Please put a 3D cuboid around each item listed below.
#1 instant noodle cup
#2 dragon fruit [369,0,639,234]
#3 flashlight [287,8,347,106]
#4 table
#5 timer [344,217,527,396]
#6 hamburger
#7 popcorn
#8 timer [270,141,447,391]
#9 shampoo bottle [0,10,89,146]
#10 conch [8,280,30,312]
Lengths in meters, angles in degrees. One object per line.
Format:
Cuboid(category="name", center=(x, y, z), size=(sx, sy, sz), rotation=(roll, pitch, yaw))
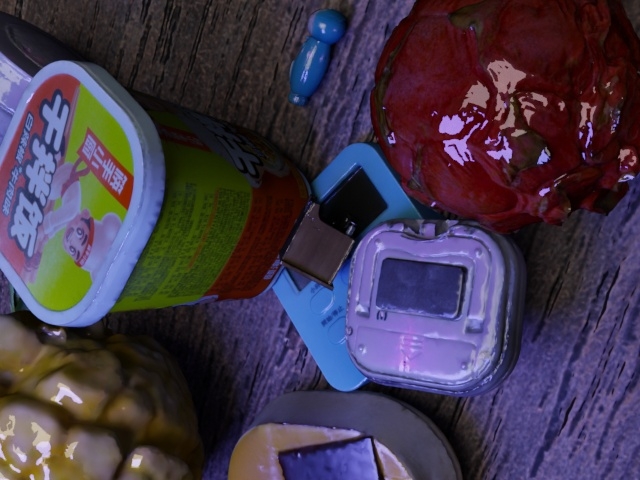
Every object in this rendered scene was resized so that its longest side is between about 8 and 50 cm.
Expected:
Cuboid(category="instant noodle cup", center=(-0.190, -0.046, 1.118), size=(0.293, 0.307, 0.294), rotation=(-3, 86, 39))
Cuboid(category="dragon fruit", center=(0.190, -0.143, 0.942), size=(0.342, 0.277, 0.278), rotation=(19, 104, 42))
Cuboid(category="flashlight", center=(-0.007, -0.231, 1.172), size=(0.051, 0.051, 0.129), rotation=(29, 111, 21))
Cuboid(category="table", center=(0.000, 0.000, 1.097), size=(0.070, 0.083, 0.082), rotation=(27, 98, -7))
Cuboid(category="timer", center=(0.120, 0.071, 1.025), size=(0.208, 0.069, 0.191), rotation=(2, 83, 36))
Cuboid(category="hamburger", center=(0.028, 0.297, 1.154), size=(0.295, 0.151, 0.227), rotation=(1, 97, 33))
Cuboid(category="popcorn", center=(-0.322, 0.271, 1.183), size=(0.344, 0.390, 0.354), rotation=(-52, 50, 0))
Cuboid(category="timer", center=(0.045, 0.029, 1.153), size=(0.232, 0.091, 0.250), rotation=(-46, 72, 24))
Cuboid(category="shampoo bottle", center=(-0.430, -0.153, 1.271), size=(0.273, 0.273, 0.266), rotation=(44, 103, 16))
Cuboid(category="conch", center=(-0.426, 0.077, 1.409), size=(0.105, 0.079, 0.170), rotation=(32, 124, 27))
